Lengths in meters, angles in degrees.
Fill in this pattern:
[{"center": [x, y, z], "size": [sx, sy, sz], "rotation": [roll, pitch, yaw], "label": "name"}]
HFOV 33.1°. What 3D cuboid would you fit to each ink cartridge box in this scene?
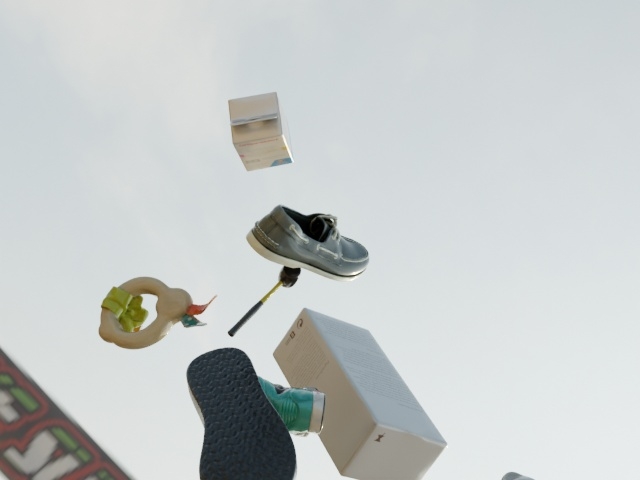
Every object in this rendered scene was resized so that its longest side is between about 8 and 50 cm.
[{"center": [-0.107, -0.198, 1.933], "size": [0.143, 0.092, 0.089], "rotation": [70, 11, -69], "label": "ink cartridge box"}]

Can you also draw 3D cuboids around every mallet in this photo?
[{"center": [-0.109, 0.116, 2.052], "size": [0.039, 0.189, 0.062], "rotation": [42, -17, 6], "label": "mallet"}]

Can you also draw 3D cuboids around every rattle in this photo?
[{"center": [-0.242, 0.137, 1.723], "size": [0.200, 0.130, 0.142], "rotation": [-6, -50, 10], "label": "rattle"}]

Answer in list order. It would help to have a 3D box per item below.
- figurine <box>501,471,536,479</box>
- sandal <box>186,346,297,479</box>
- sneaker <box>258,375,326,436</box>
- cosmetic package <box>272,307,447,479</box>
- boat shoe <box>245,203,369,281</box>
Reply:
[{"center": [0.339, 0.461, 1.677], "size": [0.215, 0.092, 0.209], "rotation": [41, 11, 20], "label": "figurine"}, {"center": [-0.137, 0.355, 1.915], "size": [0.445, 0.168, 0.107], "rotation": [-111, -170, -57], "label": "sandal"}, {"center": [-0.098, 0.350, 2.225], "size": [0.178, 0.123, 0.295], "rotation": [10, -12, -7], "label": "sneaker"}, {"center": [0.084, 0.373, 2.575], "size": [0.230, 0.161, 0.453], "rotation": [22, 19, -34], "label": "cosmetic package"}, {"center": [0.000, 0.000, 2.068], "size": [0.099, 0.319, 0.116], "rotation": [-55, -129, 20], "label": "boat shoe"}]
